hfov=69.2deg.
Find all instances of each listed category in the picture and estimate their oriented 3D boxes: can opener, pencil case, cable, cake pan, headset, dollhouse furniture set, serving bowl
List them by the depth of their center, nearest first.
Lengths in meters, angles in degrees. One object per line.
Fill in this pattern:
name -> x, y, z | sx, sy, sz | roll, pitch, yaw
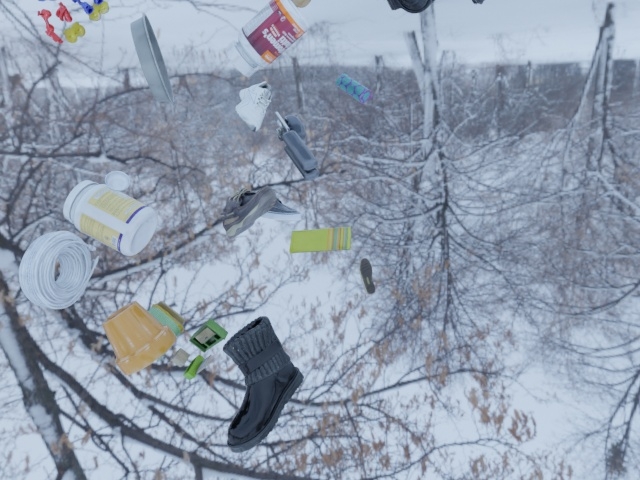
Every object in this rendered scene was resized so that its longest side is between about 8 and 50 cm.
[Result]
can opener -> -0.059, -0.288, 1.349 | 0.095, 0.076, 0.283 | -23, -129, -13
headset -> 0.353, -0.764, 1.383 | 0.243, 0.185, 0.394 | -36, -158, -1
cable -> -0.864, 0.094, 1.526 | 0.089, 0.257, 0.257 | 4, -117, 11
cake pan -> -0.564, -0.601, 1.558 | 0.054, 0.293, 0.293 | -16, -160, -8
serving bowl -> -0.731, -0.209, 1.670 | 0.083, 0.083, 0.027 | -15, 160, -31
dollhouse furniture set -> -0.550, 0.366, 1.807 | 0.151, 0.301, 0.198 | -38, -164, 34
pencil case -> 0.136, -0.625, 1.903 | 0.151, 0.064, 0.070 | 44, -150, 25

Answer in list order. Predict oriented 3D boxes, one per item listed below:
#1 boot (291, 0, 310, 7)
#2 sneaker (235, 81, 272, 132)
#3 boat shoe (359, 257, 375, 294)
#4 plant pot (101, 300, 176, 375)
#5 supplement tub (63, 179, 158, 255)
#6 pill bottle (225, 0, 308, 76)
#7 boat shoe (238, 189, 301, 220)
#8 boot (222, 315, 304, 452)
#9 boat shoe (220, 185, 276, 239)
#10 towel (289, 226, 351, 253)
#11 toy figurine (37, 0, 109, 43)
boot -> -0.060, -0.965, 1.571 | 0.104, 0.295, 0.211 | 1, -145, -6
sneaker -> -0.258, -0.543, 1.841 | 0.129, 0.111, 0.297 | -28, -136, 21
boat shoe -> 0.232, 0.188, 2.402 | 0.068, 0.190, 0.072 | -5, 170, -13
plant pot -> -0.629, 0.317, 1.575 | 0.205, 0.188, 0.205 | -29, -167, 7
supplement tub -> -0.928, -0.103, 2.063 | 0.331, 0.241, 0.241 | 28, -158, 2
pill bottle -> -0.151, -0.565, 1.288 | 0.221, 0.121, 0.121 | -35, -171, 19
boat shoe -> -0.211, -0.147, 1.884 | 0.301, 0.102, 0.108 | 14, -170, 26
boot -> -0.218, 0.426, 1.413 | 0.131, 0.260, 0.348 | -16, -158, 38
boat shoe -> -0.283, -0.116, 1.674 | 0.132, 0.130, 0.355 | -38, -177, -39
towel -> 0.000, 0.000, 1.754 | 0.237, 0.021, 0.102 | -4, -124, 16
toy figurine -> -0.683, -0.749, 1.254 | 0.362, 0.217, 0.191 | -48, -178, -4
